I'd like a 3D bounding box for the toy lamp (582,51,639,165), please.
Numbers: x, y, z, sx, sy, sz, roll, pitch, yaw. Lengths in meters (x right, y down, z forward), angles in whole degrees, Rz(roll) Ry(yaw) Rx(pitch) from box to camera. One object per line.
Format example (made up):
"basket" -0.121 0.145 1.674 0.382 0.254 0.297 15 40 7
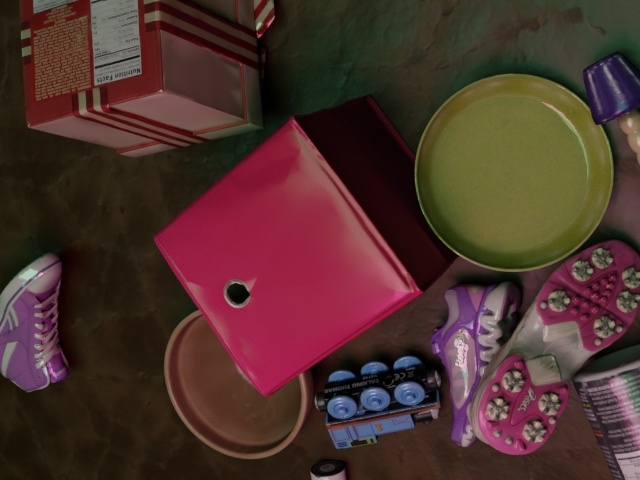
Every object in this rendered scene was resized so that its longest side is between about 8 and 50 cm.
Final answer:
"toy lamp" 0.392 -0.091 1.055 0.080 0.080 0.275 -25 95 28

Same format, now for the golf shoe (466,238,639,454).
"golf shoe" 0.279 0.124 1.108 0.115 0.140 0.306 42 77 0

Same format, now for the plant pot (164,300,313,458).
"plant pot" -0.106 0.195 1.339 0.237 0.109 0.238 6 106 22

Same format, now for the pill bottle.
"pill bottle" 0.414 0.257 1.094 0.130 0.130 0.246 -24 87 28

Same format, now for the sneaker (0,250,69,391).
"sneaker" -0.462 0.147 1.500 0.161 0.102 0.282 42 128 5

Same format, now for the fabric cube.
"fabric cube" 0.000 0.000 1.152 0.258 0.259 0.254 -37 87 28

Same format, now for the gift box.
"gift box" -0.215 -0.270 1.184 0.255 0.258 0.277 -3 83 27

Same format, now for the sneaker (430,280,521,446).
"sneaker" 0.197 0.159 1.208 0.104 0.095 0.237 14 105 28

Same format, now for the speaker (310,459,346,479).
"speaker" 0.019 0.410 1.373 0.055 0.055 0.136 -2 103 25

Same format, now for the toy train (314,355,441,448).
"toy train" 0.087 0.229 1.269 0.184 0.080 0.105 -14 123 12

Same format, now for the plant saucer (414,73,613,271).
"plant saucer" 0.236 -0.083 1.107 0.240 0.037 0.241 0 92 3
